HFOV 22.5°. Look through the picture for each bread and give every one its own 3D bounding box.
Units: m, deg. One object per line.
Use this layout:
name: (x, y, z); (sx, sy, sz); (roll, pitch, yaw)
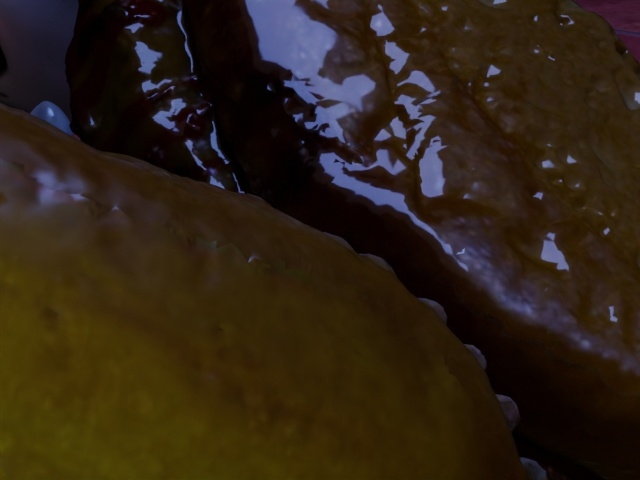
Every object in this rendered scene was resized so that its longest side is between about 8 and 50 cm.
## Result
bread: (-0.093, 0.071, 0.370); (0.288, 0.204, 0.156); (22, -7, -18)

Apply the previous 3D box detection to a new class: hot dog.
hot dog: (0.022, -0.006, 0.667); (0.223, 0.185, 0.405); (-18, 66, -35)

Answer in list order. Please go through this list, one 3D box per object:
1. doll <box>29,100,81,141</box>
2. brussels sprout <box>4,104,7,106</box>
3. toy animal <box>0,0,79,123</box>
doll: (-0.165, 0.005, 0.803); (0.241, 0.135, 0.099); (-5, 11, 26)
brussels sprout: (-0.271, -0.072, 0.952); (0.181, 0.143, 0.161); (-3, -11, -21)
toy animal: (-0.122, -0.174, 0.887); (0.165, 0.235, 0.187); (16, 40, -36)
